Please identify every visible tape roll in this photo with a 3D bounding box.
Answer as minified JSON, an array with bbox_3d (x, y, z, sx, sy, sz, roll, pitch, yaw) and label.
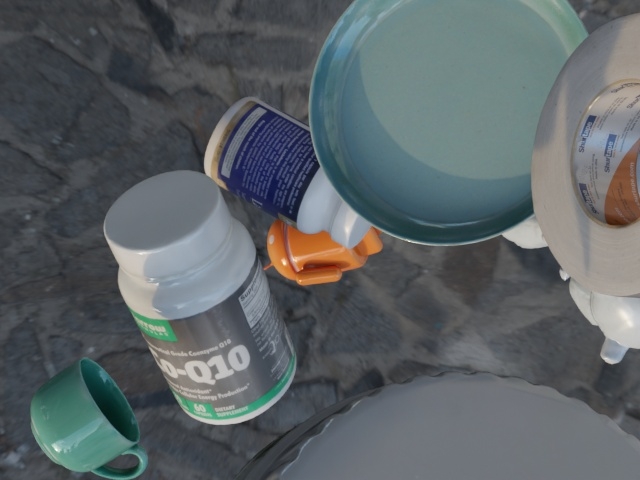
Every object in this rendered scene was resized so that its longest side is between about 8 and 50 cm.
[{"bbox_3d":[0.260,-0.064,0.865,0.072,0.219,0.219,6,89,-27],"label":"tape roll"}]

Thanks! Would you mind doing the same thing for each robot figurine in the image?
[{"bbox_3d":[0.000,0.001,1.968,0.219,0.128,0.158,-14,82,21],"label":"robot figurine"}]

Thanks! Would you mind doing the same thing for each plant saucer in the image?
[{"bbox_3d":[0.142,-0.150,1.204,0.317,0.043,0.318,-2,84,19],"label":"plant saucer"}]

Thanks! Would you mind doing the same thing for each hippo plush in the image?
[{"bbox_3d":[0.403,0.011,1.442,0.234,0.294,0.236,-38,110,1],"label":"hippo plush"}]

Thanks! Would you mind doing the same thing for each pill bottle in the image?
[{"bbox_3d":[-0.036,-0.103,1.732,0.264,0.153,0.153,30,88,16],"label":"pill bottle"},{"bbox_3d":[-0.175,0.086,1.637,0.204,0.204,0.361,-21,130,-2],"label":"pill bottle"}]

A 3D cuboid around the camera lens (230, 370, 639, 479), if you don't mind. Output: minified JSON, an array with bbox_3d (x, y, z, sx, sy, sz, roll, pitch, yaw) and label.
[{"bbox_3d":[0.029,0.197,0.500,0.219,0.274,0.219,7,61,-13],"label":"camera lens"}]

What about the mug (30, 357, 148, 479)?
[{"bbox_3d":[-0.300,0.240,1.414,0.097,0.129,0.158,-33,73,3],"label":"mug"}]
